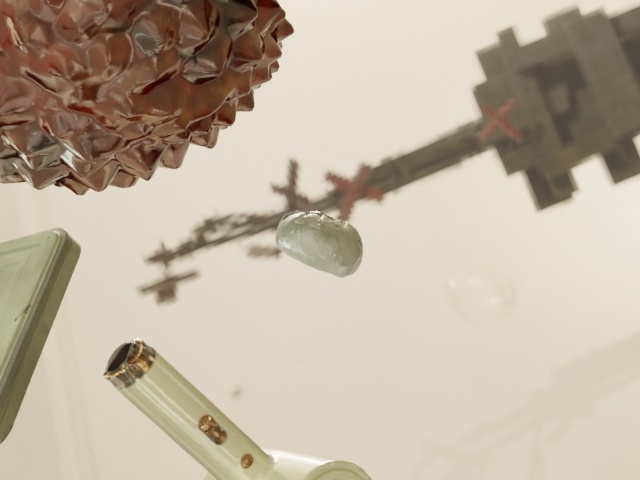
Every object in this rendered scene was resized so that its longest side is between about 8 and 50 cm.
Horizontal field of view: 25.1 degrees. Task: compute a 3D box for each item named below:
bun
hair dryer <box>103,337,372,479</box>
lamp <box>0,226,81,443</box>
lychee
[{"bbox_3d":[0.000,0.000,1.180,0.083,0.083,0.045,42,-111,-78],"label":"bun"},{"bbox_3d":[-0.110,0.223,1.568,0.362,0.128,0.203,47,155,-25],"label":"hair dryer"},{"bbox_3d":[-0.400,0.118,1.592,0.047,0.269,0.267,45,-133,-35],"label":"lamp"},{"bbox_3d":[-0.235,-0.274,1.221,0.500,0.424,0.424,57,-178,20],"label":"lychee"}]
